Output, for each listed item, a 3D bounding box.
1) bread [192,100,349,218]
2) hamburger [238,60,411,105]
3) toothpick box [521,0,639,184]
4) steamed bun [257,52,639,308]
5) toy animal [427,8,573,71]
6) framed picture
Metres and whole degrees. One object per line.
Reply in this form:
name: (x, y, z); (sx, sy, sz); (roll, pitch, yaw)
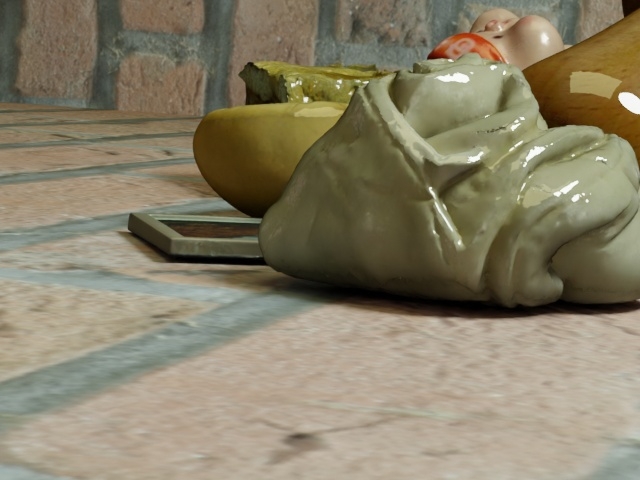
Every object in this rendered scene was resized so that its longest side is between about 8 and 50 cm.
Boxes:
bread: (-0.005, -0.058, 1.398); (0.147, 0.098, 0.217); (2, 0, 25)
hamburger: (0.031, -0.107, 1.732); (0.211, 0.132, 0.309); (3, 6, -12)
toothpick box: (0.247, -0.111, 1.239); (0.192, 0.192, 0.294); (10, 40, 47)
steamed bun: (0.092, -0.040, 1.059); (0.218, 0.144, 0.211); (10, 8, 42)
toy animal: (0.200, -0.149, 1.773); (0.198, 0.171, 0.171); (15, 1, -25)
framed picture: (0.000, 0.000, 1.243); (0.250, 0.016, 0.184); (2, 6, -14)
